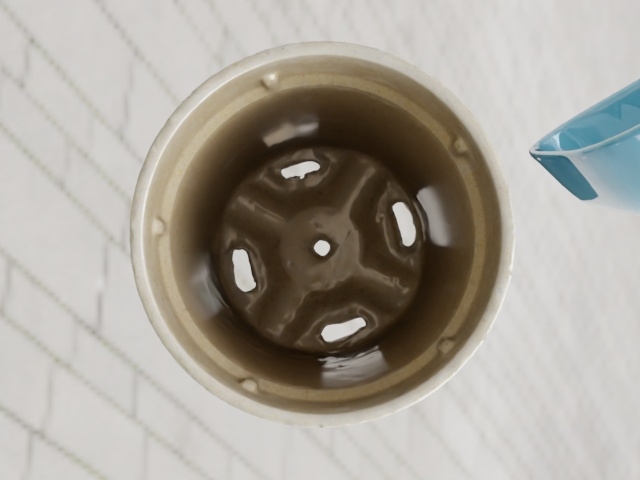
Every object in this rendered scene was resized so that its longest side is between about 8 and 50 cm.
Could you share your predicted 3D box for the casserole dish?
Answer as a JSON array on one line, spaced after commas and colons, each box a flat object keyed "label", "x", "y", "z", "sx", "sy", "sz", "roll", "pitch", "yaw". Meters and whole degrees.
[{"label": "casserole dish", "x": 0.138, "y": -0.045, "z": 0.692, "sx": 0.037, "sy": 0.114, "sz": 0.188, "roll": 61, "pitch": -1, "yaw": -4}]

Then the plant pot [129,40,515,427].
[{"label": "plant pot", "x": 0.000, "y": 0.000, "z": 1.821, "sx": 0.305, "sy": 0.333, "sz": 0.334, "roll": 102, "pitch": -12, "yaw": -88}]
